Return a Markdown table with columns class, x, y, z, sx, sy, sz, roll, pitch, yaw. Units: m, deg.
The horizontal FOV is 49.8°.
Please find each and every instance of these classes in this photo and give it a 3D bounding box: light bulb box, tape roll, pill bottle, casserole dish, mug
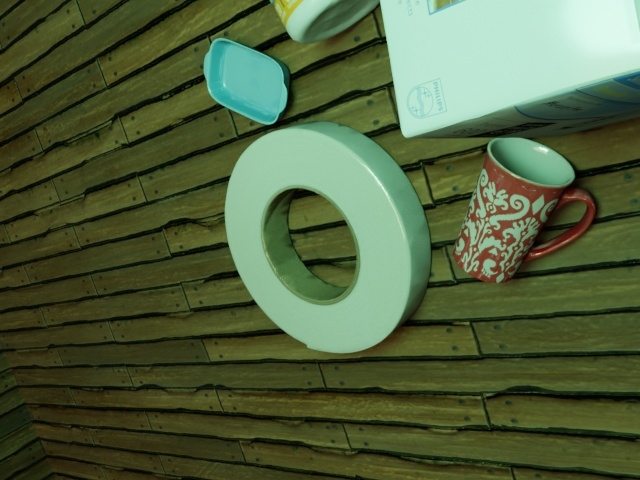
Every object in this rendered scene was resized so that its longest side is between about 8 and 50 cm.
| class | x | y | z | sx | sy | sz | roll | pitch | yaw |
| --- | --- | --- | --- | --- | --- | --- | --- | --- | --- |
| light bulb box | 0.292 | -0.235 | 0.587 | 0.361 | 0.357 | 0.226 | -10 | 91 | 42 |
| tape roll | 0.000 | 0.000 | 1.147 | 0.391 | 0.072 | 0.392 | 16 | 118 | 34 |
| pill bottle | -0.035 | -0.424 | 0.930 | 0.162 | 0.162 | 0.279 | -32 | 87 | 43 |
| casserole dish | -0.118 | -0.268 | 1.152 | 0.188 | 0.037 | 0.114 | 28 | 124 | 27 |
| mug | 0.257 | -0.025 | 0.897 | 0.150 | 0.113 | 0.169 | 36 | 131 | 25 |
